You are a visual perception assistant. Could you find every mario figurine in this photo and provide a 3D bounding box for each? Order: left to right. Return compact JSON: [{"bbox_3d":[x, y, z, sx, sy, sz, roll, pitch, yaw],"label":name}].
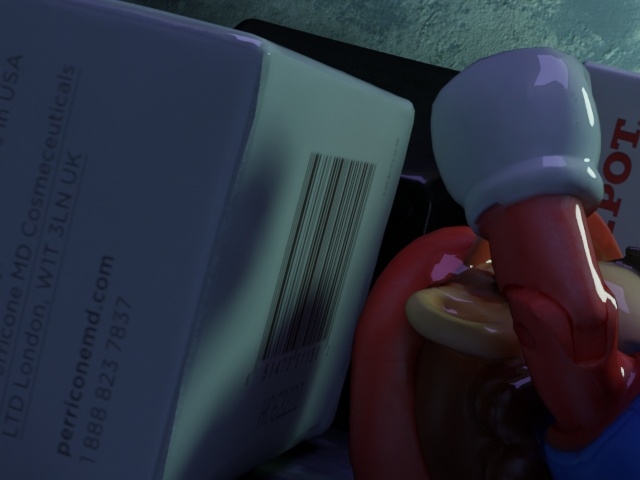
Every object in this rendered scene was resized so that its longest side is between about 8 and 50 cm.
[{"bbox_3d":[0.129,0.049,0.411,0.170,0.198,0.320,-1,15,-25],"label":"mario figurine"}]

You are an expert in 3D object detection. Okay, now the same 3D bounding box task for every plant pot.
[{"bbox_3d":[0.000,0.000,0.718,0.187,0.188,0.167,16,18,11],"label":"plant pot"}]

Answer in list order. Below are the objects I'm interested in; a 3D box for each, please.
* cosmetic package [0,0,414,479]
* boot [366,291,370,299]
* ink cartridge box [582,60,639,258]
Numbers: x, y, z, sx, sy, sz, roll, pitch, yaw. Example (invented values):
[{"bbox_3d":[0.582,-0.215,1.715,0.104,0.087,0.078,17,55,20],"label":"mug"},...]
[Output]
[{"bbox_3d":[-0.213,-0.044,0.549,0.453,0.161,0.230,16,5,15],"label":"cosmetic package"},{"bbox_3d":[0.092,-0.013,1.085,0.269,0.089,0.236,9,-29,-44],"label":"boot"},{"bbox_3d":[0.227,0.044,0.659,0.278,0.201,0.117,15,4,5],"label":"ink cartridge box"}]
